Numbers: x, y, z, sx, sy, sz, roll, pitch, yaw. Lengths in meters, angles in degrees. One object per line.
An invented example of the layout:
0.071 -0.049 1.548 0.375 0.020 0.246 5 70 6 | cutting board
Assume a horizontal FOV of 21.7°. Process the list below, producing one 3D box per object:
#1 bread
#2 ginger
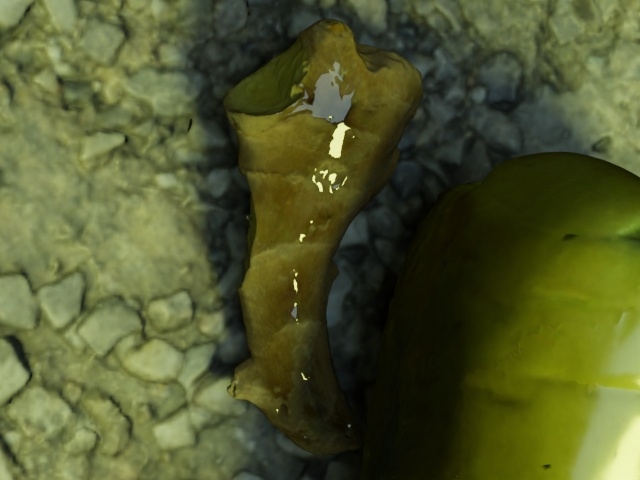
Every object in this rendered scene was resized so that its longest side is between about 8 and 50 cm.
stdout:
0.132 0.129 1.066 0.208 0.251 0.376 11 98 -2 | bread
0.000 0.000 1.088 0.131 0.086 0.294 -8 110 -27 | ginger
